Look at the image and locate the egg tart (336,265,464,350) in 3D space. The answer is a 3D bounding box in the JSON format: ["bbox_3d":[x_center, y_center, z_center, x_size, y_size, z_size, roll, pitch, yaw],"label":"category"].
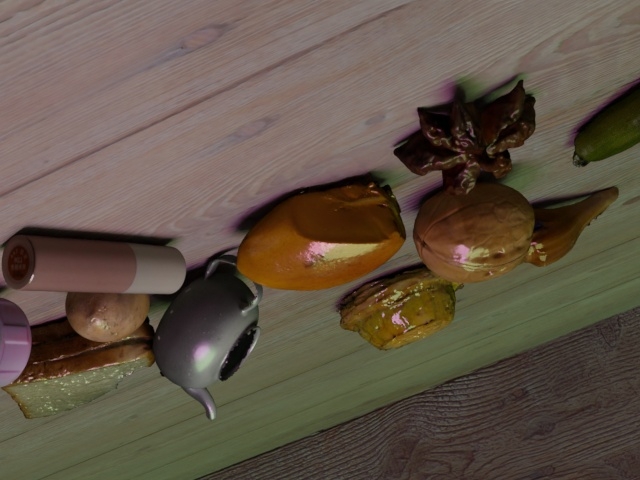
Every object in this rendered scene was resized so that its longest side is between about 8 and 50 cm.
[{"bbox_3d":[0.175,0.141,2.060,0.288,0.118,0.288,-22,163,-7],"label":"egg tart"}]

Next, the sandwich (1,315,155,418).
[{"bbox_3d":[-0.396,0.208,1.677,0.254,0.099,0.288,-15,161,-13],"label":"sandwich"}]

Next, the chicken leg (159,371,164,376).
[{"bbox_3d":[-0.265,0.233,1.987,0.145,0.037,0.062,-36,178,41],"label":"chicken leg"}]

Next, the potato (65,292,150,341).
[{"bbox_3d":[-0.305,0.094,1.448,0.112,0.112,0.147,-25,168,17],"label":"potato"}]

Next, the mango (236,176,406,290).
[{"bbox_3d":[0.000,0.000,1.451,0.252,0.126,0.154,-19,150,-1],"label":"mango"}]

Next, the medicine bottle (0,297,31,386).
[{"bbox_3d":[-0.478,0.131,1.321,0.135,0.135,0.168,-29,159,25],"label":"medicine bottle"}]

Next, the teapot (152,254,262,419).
[{"bbox_3d":[-0.172,0.147,1.601,0.193,0.129,0.294,-37,157,-56],"label":"teapot"}]

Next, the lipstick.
[{"bbox_3d":[-0.290,0.034,1.334,0.070,0.070,0.254,-32,158,32],"label":"lipstick"}]

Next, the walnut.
[{"bbox_3d":[0.245,-0.012,1.617,0.197,0.165,0.165,-12,160,-32],"label":"walnut"}]

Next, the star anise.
[{"bbox_3d":[0.201,-0.127,1.342,0.196,0.111,0.212,-26,169,39],"label":"star anise"}]

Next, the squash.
[{"bbox_3d":[0.472,-0.185,1.485,0.080,0.071,0.318,-6,157,-38],"label":"squash"}]

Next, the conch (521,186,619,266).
[{"bbox_3d":[0.423,-0.025,1.862,0.330,0.109,0.093,-27,156,-11],"label":"conch"}]
